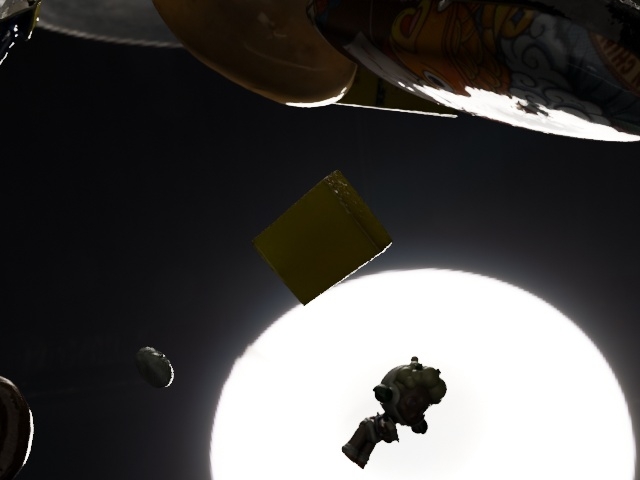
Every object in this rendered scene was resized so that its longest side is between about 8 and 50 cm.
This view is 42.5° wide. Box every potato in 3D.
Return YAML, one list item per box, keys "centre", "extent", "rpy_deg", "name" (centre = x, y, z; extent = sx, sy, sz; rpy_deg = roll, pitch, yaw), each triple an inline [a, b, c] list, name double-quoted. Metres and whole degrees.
- centre: [-0.063, -0.214, 0.766]
  extent: [0.146, 0.234, 0.150]
  rpy_deg: [-34, -159, 27]
  name: "potato"

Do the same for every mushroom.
- centre: [-0.459, 0.259, 0.959]
  extent: [0.148, 0.227, 0.217]
  rpy_deg: [24, 173, 20]
  name: "mushroom"

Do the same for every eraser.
- centre: [0.000, 0.000, 0.878]
  extent: [0.122, 0.097, 0.045]
  rpy_deg: [-37, -179, 31]
  name: "eraser"

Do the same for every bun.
- centre: [-0.293, 0.224, 1.465]
  extent: [0.083, 0.083, 0.045]
  rpy_deg: [4, -145, 47]
  name: "bun"

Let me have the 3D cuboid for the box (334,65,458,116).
- centre: [0.098, -0.250, 1.093]
  extent: [0.279, 0.153, 0.041]
  rpy_deg: [-3, -165, -44]
  name: "box"

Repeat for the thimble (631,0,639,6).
- centre: [0.208, -0.157, 0.631]
  extent: [0.110, 0.084, 0.062]
  rpy_deg: [24, -127, -1]
  name: "thimble"

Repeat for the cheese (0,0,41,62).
- centre: [-0.206, -0.237, 0.676]
  extent: [0.064, 0.250, 0.156]
  rpy_deg: [34, -163, -30]
  name: "cheese"

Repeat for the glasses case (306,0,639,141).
- centre: [0.094, -0.128, 0.528]
  extent: [0.122, 0.082, 0.321]
  rpy_deg: [21, -172, -30]
  name: "glasses case"

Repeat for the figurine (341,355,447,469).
- centre: [0.117, 0.270, 1.279]
  extent: [0.093, 0.147, 0.197]
  rpy_deg: [18, -111, 48]
  name: "figurine"
